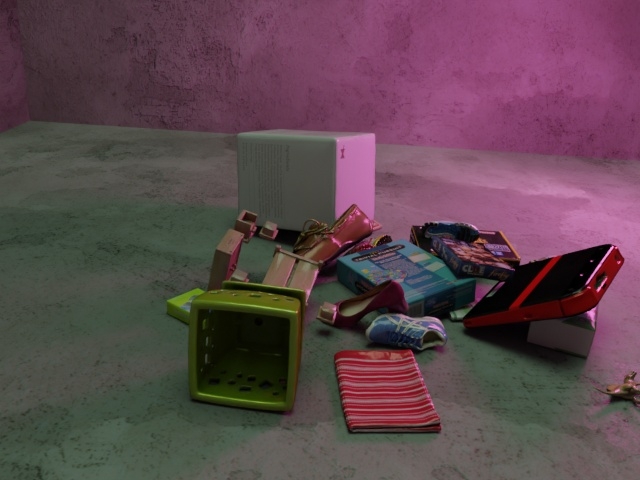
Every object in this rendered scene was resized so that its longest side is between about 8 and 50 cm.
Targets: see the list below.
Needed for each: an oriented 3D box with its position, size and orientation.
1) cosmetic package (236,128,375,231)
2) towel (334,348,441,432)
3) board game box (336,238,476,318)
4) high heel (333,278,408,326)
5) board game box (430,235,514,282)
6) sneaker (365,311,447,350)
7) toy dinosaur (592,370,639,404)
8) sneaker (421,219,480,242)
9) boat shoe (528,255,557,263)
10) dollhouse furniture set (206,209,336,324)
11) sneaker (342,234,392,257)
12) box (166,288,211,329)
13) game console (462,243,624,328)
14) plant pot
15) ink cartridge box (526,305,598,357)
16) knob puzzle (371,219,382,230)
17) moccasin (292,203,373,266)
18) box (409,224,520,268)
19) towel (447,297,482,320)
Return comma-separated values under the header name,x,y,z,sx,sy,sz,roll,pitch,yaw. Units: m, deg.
name,x,y,z,sx,sy,sz,roll,pitch,yaw
cosmetic package,-0.047,-0.221,2.208,0.393,0.328,0.329,8,14,28
towel,0.139,0.322,1.365,0.198,0.031,0.275,1,22,-6
board game box,0.241,0.114,1.804,0.253,0.079,0.336,-15,27,-26
high heel,0.098,0.155,1.589,0.243,0.117,0.082,-7,45,25
board game box,0.439,0.051,1.824,0.164,0.042,0.243,9,16,-12
sneaker,0.217,0.228,1.546,0.211,0.080,0.081,-1,20,-11
toy dinosaur,0.692,0.342,1.406,0.183,0.053,0.092,-5,7,-41
sneaker,0.437,-0.039,2.075,0.190,0.072,0.083,10,17,14
boat shoe,0.713,0.123,1.901,0.094,0.109,0.302,-9,11,8
dollhouse furniture set,-0.116,0.111,1.722,0.355,0.174,0.303,21,37,1
sneaker,0.141,0.048,2.014,0.092,0.088,0.225,-7,10,45
box,-0.303,0.185,1.618,0.178,0.043,0.109,19,26,35
game console,0.601,0.125,1.660,0.341,0.060,0.386,-21,5,42
plant pot,-0.145,0.210,1.349,0.227,0.228,0.207,6,16,7
ink cartridge box,0.649,0.209,1.655,0.154,0.093,0.212,13,25,22
knob puzzle,0.138,-0.072,2.360,0.213,0.030,0.213,4,21,-1
moccasin,0.001,-0.001,1.906,0.380,0.147,0.139,-33,1,-28
box,0.475,0.035,2.087,0.321,0.080,0.257,4,23,0
towel,0.424,0.197,1.750,0.151,0.023,0.113,3,24,-9
